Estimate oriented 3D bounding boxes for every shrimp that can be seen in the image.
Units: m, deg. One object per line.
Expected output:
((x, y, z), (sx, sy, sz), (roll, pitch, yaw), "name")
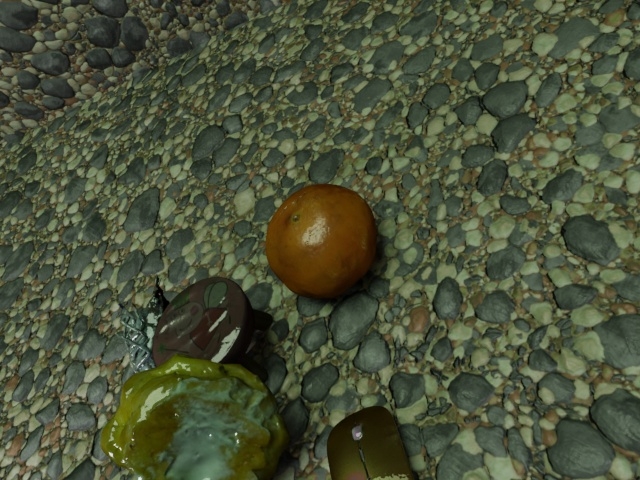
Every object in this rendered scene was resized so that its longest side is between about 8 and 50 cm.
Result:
((-0.436, 0.300, 1.600), (0.165, 0.221, 0.411), (-15, 75, 11), "shrimp")

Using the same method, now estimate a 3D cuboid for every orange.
((0.000, 0.000, 1.515), (0.283, 0.226, 0.284), (-20, 52, 28), "orange")

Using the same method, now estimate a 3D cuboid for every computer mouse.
((0.106, 0.466, 1.219), (0.158, 0.072, 0.311), (-28, 47, 11), "computer mouse")

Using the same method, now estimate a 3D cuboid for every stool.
((-0.252, 0.242, 1.530), (0.271, 0.178, 0.272), (-17, 51, 22), "stool")

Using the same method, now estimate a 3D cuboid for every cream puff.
((-0.267, 0.403, 1.323), (0.378, 0.378, 0.275), (-43, 15, -1), "cream puff")
